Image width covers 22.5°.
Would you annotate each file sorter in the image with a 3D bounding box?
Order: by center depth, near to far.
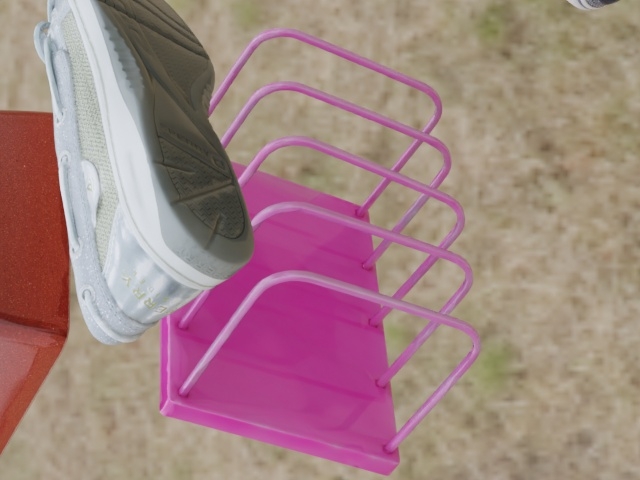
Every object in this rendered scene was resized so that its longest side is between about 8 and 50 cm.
[{"bbox_3d":[0.000,0.000,1.291,0.182,0.202,0.291,-53,29,37],"label":"file sorter"}]

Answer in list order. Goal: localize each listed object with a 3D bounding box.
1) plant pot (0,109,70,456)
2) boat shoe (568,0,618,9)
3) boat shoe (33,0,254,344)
[{"bbox_3d":[-0.386,0.031,1.505,0.267,0.235,0.267,127,148,-45],"label":"plant pot"},{"bbox_3d":[0.363,-0.333,1.482,0.158,0.127,0.340,45,115,32],"label":"boat shoe"},{"bbox_3d":[-0.129,-0.075,1.023,0.103,0.118,0.320,-40,46,19],"label":"boat shoe"}]
